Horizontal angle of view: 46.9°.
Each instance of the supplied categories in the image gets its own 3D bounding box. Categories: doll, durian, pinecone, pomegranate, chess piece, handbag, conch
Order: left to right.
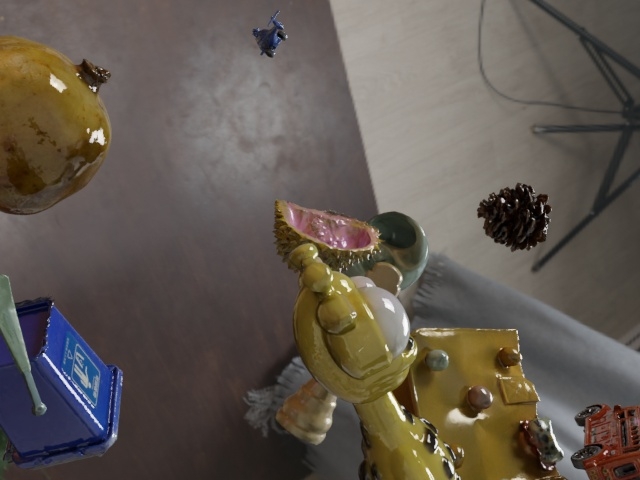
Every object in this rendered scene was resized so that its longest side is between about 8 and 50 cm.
[{"bbox_3d":[-0.501,-0.188,1.241,0.307,0.307,0.307,-9,106,-34],"label":"pomegranate"},{"bbox_3d":[-0.002,-0.001,1.329,0.182,0.165,0.132,29,73,-21],"label":"durian"},{"bbox_3d":[0.050,0.223,1.521,0.117,0.117,0.397,25,97,-37],"label":"chess piece"},{"bbox_3d":[0.048,0.126,0.590,0.086,0.117,0.291,-28,115,-9],"label":"doll"},{"bbox_3d":[0.152,0.028,1.649,0.121,0.221,0.185,-21,105,-54],"label":"conch"},{"bbox_3d":[0.261,0.327,1.167,0.283,0.133,0.401,5,60,-31],"label":"handbag"},{"bbox_3d":[0.445,-0.055,1.704,0.173,0.173,0.173,-9,106,-34],"label":"pinecone"}]

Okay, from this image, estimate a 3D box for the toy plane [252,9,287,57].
[{"bbox_3d":[-0.097,-0.389,1.394,0.062,0.167,0.054,35,81,-12],"label":"toy plane"}]

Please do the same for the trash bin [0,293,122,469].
[{"bbox_3d":[-0.410,0.210,1.072,0.184,0.162,0.234,-13,133,1],"label":"trash bin"}]

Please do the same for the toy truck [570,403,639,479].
[{"bbox_3d":[0.443,0.315,1.074,0.107,0.114,0.253,64,23,3],"label":"toy truck"}]

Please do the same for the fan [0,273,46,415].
[{"bbox_3d":[-0.394,0.136,0.951,0.038,0.016,0.193,-17,80,-35],"label":"fan"}]
